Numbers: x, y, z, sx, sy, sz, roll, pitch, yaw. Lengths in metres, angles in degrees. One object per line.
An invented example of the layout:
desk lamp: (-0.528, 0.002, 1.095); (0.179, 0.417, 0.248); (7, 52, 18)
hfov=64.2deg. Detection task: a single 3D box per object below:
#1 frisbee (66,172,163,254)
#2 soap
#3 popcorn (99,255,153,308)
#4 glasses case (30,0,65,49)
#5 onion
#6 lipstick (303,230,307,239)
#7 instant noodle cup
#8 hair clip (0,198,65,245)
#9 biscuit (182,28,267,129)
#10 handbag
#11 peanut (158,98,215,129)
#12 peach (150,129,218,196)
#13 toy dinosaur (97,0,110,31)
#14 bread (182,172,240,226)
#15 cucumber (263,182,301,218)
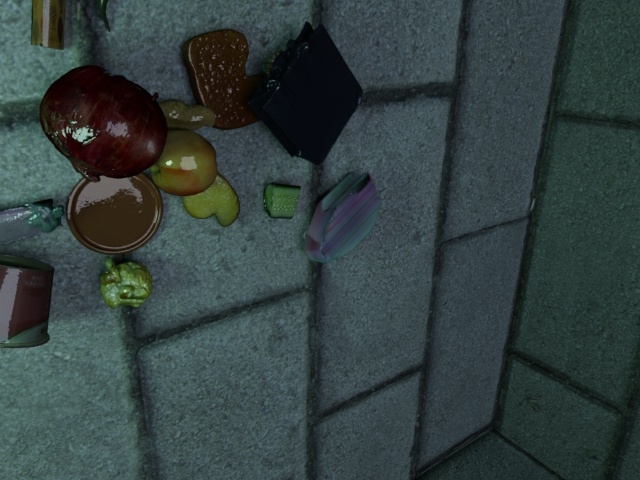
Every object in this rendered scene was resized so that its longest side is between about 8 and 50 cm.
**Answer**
frisbee: (-0.548, -0.080, 1.376); (0.251, 0.021, 0.250); (-15, 117, -31)
soap: (0.075, -0.069, 1.767); (0.324, 0.109, 0.192); (-47, 126, -25)
popcorn: (-0.534, 0.121, 1.411); (0.141, 0.162, 0.135); (-62, 172, 30)
glasses case: (-0.605, -0.518, 1.138); (0.065, 0.041, 0.169); (-1, 108, -38)
onion: (-0.498, -0.260, 1.180); (0.276, 0.276, 0.276); (-15, 117, -32)
lipstick: (0.000, 0.000, 1.814); (0.141, 0.040, 0.040); (21, 95, -40)
instant noodle cup: (-0.742, 0.133, 1.194); (0.235, 0.235, 0.178); (14, 90, -40)
hair clip: (-0.789, -0.036, 1.180); (0.359, 0.110, 0.095); (-14, 76, -29)
biscuit: (-0.242, -0.457, 1.435); (0.262, 0.052, 0.277); (-34, 126, -27)
handbag: (-0.041, -0.429, 1.512); (0.303, 0.122, 0.329); (-58, 142, -9)
peanut: (-0.367, -0.332, 1.349); (0.175, 0.080, 0.080); (1, 109, -13)
peach: (-0.361, -0.206, 1.360); (0.184, 0.184, 0.184); (-15, 117, -32)
toy dinosaur: (-0.437, -0.599, 1.203); (0.187, 0.087, 0.178); (-23, 119, -27)
bread: (-0.324, -0.116, 1.511); (0.149, 0.065, 0.187); (-35, 130, -8)
cucumber: (-0.128, -0.132, 1.648); (0.115, 0.062, 0.116); (1, 115, -36)
